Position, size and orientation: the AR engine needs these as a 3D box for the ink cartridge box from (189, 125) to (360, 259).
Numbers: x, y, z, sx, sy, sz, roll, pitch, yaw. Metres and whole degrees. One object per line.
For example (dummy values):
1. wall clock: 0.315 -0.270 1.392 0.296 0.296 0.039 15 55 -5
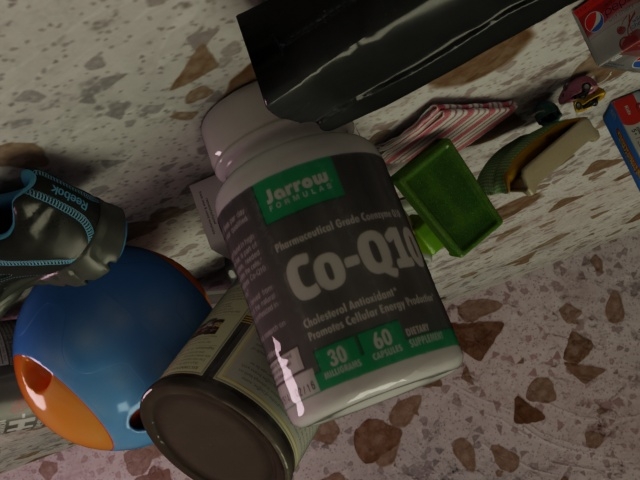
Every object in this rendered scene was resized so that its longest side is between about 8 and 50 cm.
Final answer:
1. ink cartridge box: -0.034 -0.059 1.232 0.237 0.100 0.172 -22 166 7

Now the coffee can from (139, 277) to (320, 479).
1. coffee can: -0.069 0.160 1.138 0.201 0.201 0.275 -37 -167 46

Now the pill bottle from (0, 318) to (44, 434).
1. pill bottle: -0.507 0.215 1.386 0.319 0.176 0.176 -6 160 -32

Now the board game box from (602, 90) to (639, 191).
1. board game box: 0.695 -0.150 1.528 0.302 0.308 0.086 -22 164 2

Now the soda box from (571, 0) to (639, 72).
1. soda box: 0.439 -0.274 1.158 0.263 0.083 0.092 -7 160 -47

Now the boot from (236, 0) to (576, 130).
1. boot: 0.190 -0.224 0.849 0.445 0.146 0.367 -30 156 20

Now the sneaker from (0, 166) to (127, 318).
1. sneaker: -0.385 0.011 1.027 0.341 0.125 0.140 -25 138 25

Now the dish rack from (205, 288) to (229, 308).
1. dish rack: -0.107 0.113 1.655 0.333 0.072 0.285 -8 172 30

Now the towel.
1. towel: 0.186 -0.165 1.318 0.197 0.029 0.144 -11 163 -44

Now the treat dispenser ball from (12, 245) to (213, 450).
1. treat dispenser ball: -0.284 0.150 1.259 0.288 0.288 0.288 -20 166 -5

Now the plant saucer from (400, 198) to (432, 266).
1. plant saucer: 0.110 0.036 1.792 0.401 0.100 0.400 -20 165 -6

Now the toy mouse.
1. toy mouse: 0.377 -0.217 1.379 0.143 0.031 0.161 -16 165 -21

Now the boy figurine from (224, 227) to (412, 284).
1. boy figurine: 0.000 0.000 1.356 0.285 0.177 0.092 -9 140 12

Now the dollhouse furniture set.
1. dollhouse furniture set: 0.243 -0.127 1.365 0.301 0.151 0.197 -39 -169 -8

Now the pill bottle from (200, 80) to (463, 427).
1. pill bottle: 0.002 0.008 0.999 0.204 0.361 0.204 -20 166 -5
